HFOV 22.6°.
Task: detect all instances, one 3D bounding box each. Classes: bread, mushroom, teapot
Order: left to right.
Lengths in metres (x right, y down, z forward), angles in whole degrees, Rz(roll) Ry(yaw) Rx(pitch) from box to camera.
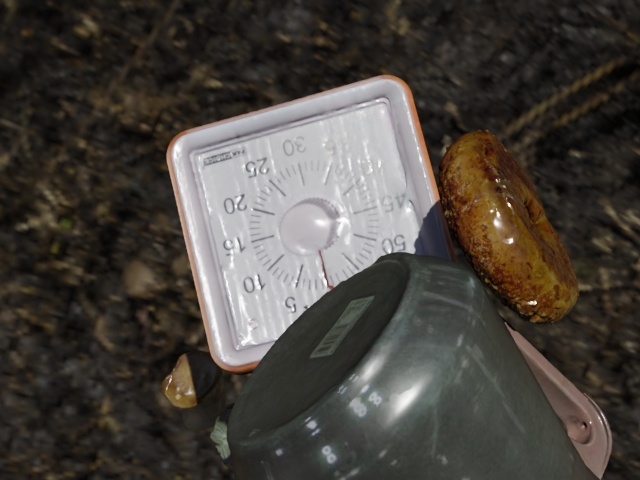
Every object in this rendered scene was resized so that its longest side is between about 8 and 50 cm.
[{"bbox_3d":[-0.164,0.215,2.160,0.071,0.209,0.084,33,70,14],"label":"mushroom"},{"bbox_3d":[0.121,0.184,1.311,0.253,0.344,0.300,-30,22,42],"label":"teapot"},{"bbox_3d":[0.165,-0.010,1.417,0.064,0.193,0.193,-30,63,19],"label":"bread"}]

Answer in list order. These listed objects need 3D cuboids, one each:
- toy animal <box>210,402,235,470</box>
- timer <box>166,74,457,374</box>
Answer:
[{"bbox_3d":[-0.024,0.218,1.767,0.121,0.225,0.094,4,92,37],"label":"toy animal"},{"bbox_3d":[0.000,0.000,1.626,0.257,0.161,0.250,-15,61,5],"label":"timer"}]
